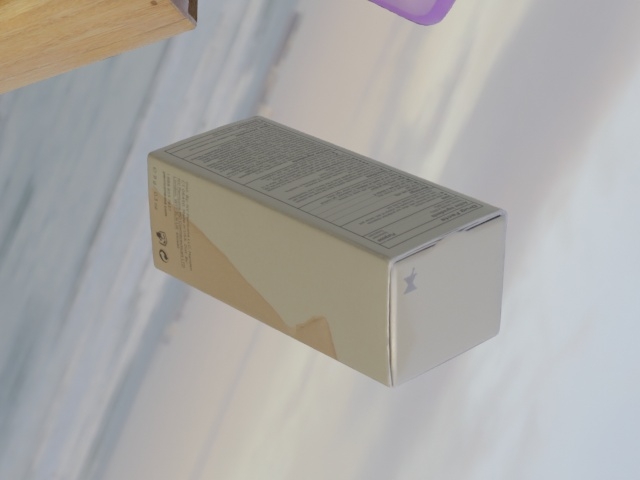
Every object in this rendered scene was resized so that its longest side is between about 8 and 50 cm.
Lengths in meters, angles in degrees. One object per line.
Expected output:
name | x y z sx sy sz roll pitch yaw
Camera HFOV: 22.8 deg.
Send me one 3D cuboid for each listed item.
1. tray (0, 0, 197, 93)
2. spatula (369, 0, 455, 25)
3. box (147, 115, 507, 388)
tray | -0.253 -0.140 0.786 0.076 0.411 0.203 48 34 -51
spatula | -0.047 -0.196 0.967 0.084 0.296 0.030 125 -31 -48
box | 0.000 0.000 1.386 0.148 0.311 0.121 -21 123 -37
